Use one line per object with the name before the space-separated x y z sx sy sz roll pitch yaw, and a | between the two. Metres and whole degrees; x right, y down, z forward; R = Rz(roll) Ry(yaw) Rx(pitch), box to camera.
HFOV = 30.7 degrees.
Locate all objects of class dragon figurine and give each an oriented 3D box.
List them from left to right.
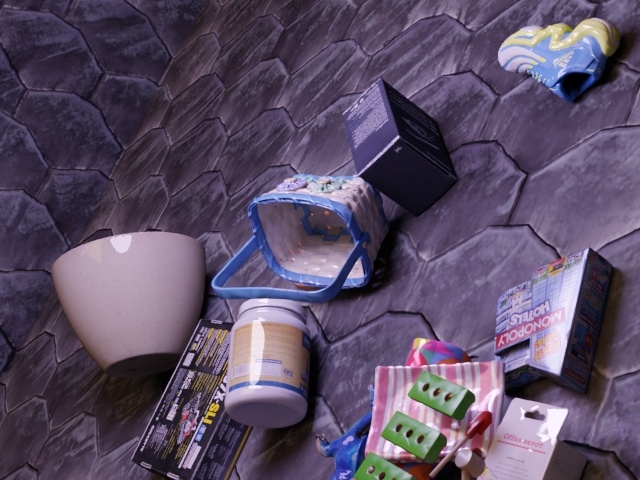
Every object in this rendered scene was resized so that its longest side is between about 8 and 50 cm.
dragon figurine | 0.062 0.346 1.758 0.144 0.085 0.289 -29 39 40

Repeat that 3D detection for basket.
basket | -0.029 0.007 2.055 0.255 0.201 0.289 2 42 33

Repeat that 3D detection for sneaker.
sneaker | 0.376 -0.290 1.922 0.240 0.091 0.126 -9 54 52

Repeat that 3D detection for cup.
cup | -0.388 0.154 2.464 0.331 0.331 0.237 -30 64 40

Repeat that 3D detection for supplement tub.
supplement tub | -0.090 0.214 2.042 0.144 0.144 0.199 -28 47 41

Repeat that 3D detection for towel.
towel | 0.159 0.238 1.622 0.197 0.029 0.144 -6 59 28

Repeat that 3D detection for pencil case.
pencil case | 0.154 0.258 1.700 0.104 0.104 0.236 -12 51 52

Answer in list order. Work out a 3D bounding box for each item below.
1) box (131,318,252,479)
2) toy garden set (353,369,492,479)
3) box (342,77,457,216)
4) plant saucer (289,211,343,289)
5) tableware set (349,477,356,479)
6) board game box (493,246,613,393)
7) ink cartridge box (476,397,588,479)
box | -0.212 0.311 2.226 0.257 0.079 0.322 1 61 55
toy garden set | 0.140 0.307 1.524 0.244 0.049 0.204 -55 29 -10
box | 0.140 -0.169 2.096 0.108 0.153 0.207 -43 31 23
plant saucer | 0.000 0.000 2.259 0.200 0.037 0.200 -38 34 31
tableware set | 0.039 0.418 1.689 0.169 0.020 0.141 -31 67 40
board game box | 0.312 0.132 1.620 0.194 0.060 0.194 -29 38 40
ink cartridge box | 0.266 0.311 1.500 0.115 0.067 0.198 4 66 58
